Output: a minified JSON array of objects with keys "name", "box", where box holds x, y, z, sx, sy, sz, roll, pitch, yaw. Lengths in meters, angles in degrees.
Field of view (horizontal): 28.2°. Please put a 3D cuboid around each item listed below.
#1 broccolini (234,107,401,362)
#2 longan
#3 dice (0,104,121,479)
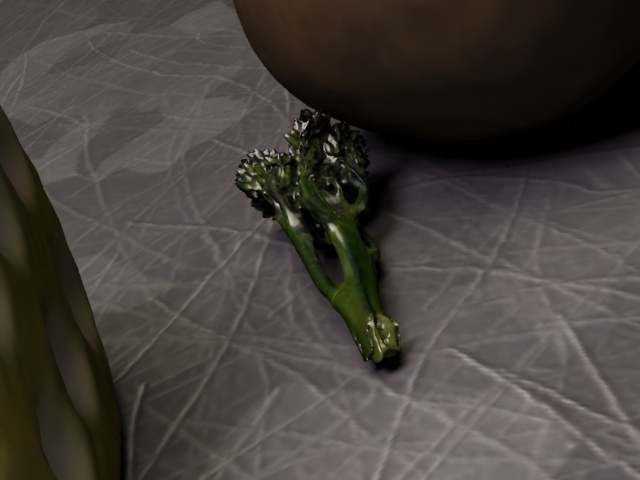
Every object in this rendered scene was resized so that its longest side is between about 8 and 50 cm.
[{"name":"broccolini","box":[0.008,0.008,0.659,0.074,0.058,0.201,-31,41,11]},{"name":"longan","box":[0.075,-0.178,0.711,0.258,0.258,0.258,-16,27,9]},{"name":"dice","box":[-0.225,0.053,0.522,0.233,0.227,0.238,-19,26,-1]}]
